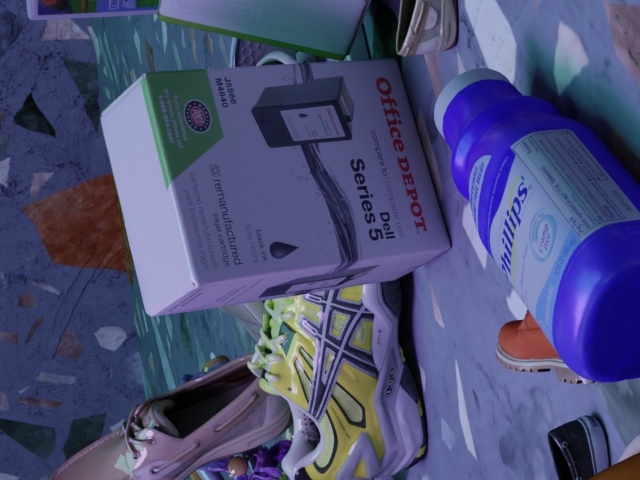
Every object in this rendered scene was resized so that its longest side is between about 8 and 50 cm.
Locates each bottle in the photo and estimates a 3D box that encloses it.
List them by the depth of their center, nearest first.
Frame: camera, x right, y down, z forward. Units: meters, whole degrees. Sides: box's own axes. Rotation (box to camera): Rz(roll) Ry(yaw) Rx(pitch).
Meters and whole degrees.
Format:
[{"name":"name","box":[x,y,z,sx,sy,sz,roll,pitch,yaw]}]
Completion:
[{"name":"bottle","box":[0.160,-0.025,1.168,0.283,0.092,0.118,-119,27,-50]}]

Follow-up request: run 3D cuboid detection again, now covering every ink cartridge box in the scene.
[{"name":"ink cartridge box","box":[-0.038,-0.274,1.509,0.255,0.189,0.097,116,164,-68]},{"name":"ink cartridge box","box":[-0.040,-0.053,1.537,0.115,0.273,0.198,-32,69,56]}]

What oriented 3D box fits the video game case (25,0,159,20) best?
[{"name":"video game case","box":[-0.157,-0.339,1.723,0.329,0.300,0.036,105,159,-62]}]

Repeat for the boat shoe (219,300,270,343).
[{"name":"boat shoe","box":[-0.019,0.086,1.865,0.340,0.113,0.127,49,162,-29]}]

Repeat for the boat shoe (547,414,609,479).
[{"name":"boat shoe","box":[0.203,0.205,1.306,0.049,0.040,0.142,-148,48,-71]}]

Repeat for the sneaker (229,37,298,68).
[{"name":"sneaker","box":[-0.085,-0.203,1.999,0.163,0.086,0.226,-126,26,-53]}]

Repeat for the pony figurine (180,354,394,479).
[{"name":"pony figurine","box":[-0.067,0.326,1.987,0.363,0.303,0.351,60,173,26]}]

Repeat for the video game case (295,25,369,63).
[{"name":"video game case","box":[0.029,-0.110,1.756,0.206,0.026,0.227,157,102,-76]}]

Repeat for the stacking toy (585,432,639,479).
[{"name":"stacking toy","box":[0.076,0.322,0.996,0.350,0.480,0.351,168,90,-76]}]

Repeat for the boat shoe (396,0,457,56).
[{"name":"boat shoe","box":[0.082,-0.228,1.393,0.056,0.048,0.153,-124,26,-56]}]

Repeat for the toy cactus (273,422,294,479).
[{"name":"toy cactus","box":[-0.036,0.299,2.249,0.219,0.112,0.180,148,119,-84]}]

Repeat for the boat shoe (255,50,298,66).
[{"name":"boat shoe","box":[-0.077,-0.107,1.850,0.109,0.091,0.305,51,155,8]}]

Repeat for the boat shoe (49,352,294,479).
[{"name":"boat shoe","box":[-0.177,0.215,1.865,0.098,0.302,0.109,64,-179,-45]}]

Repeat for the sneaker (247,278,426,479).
[{"name":"sneaker","box":[-0.002,0.086,1.717,0.145,0.147,0.385,22,131,65]}]

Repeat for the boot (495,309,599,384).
[{"name":"boot","box":[0.178,0.059,1.259,0.158,0.059,0.085,179,82,-67]}]
